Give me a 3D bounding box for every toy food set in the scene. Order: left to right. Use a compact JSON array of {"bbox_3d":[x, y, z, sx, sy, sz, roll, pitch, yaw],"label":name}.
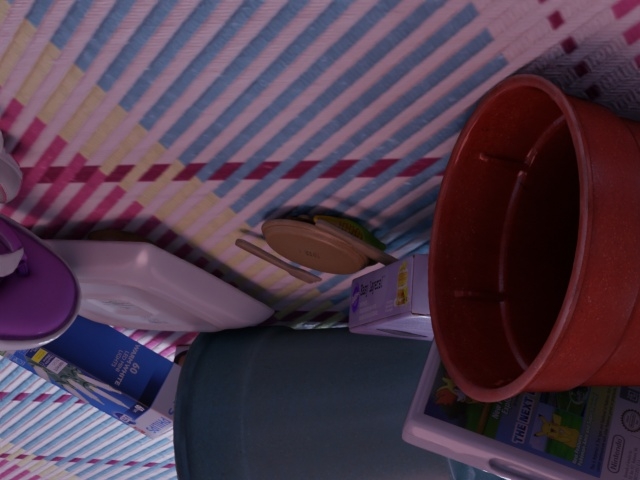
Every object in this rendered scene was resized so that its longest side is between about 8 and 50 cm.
[{"bbox_3d":[0.000,0.000,1.764,0.132,0.038,0.192,28,159,-27],"label":"toy food set"}]

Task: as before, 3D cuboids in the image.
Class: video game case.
[{"bbox_3d":[0.253,0.110,1.478,0.300,0.329,0.036,20,133,4],"label":"video game case"}]

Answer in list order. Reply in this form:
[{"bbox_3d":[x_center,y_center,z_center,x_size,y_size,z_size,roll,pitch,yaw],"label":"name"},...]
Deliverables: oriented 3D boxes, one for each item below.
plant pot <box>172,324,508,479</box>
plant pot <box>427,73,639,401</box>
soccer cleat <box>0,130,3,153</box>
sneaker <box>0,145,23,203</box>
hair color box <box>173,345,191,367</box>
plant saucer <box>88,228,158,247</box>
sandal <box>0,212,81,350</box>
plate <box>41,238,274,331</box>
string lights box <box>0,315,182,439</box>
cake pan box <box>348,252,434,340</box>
[{"bbox_3d":[0.044,0.245,2.019,0.334,0.341,0.341,-10,154,25],"label":"plant pot"},{"bbox_3d":[0.269,0.014,1.382,0.265,0.272,0.272,8,162,-20],"label":"plant pot"},{"bbox_3d":[-0.389,-0.128,1.546,0.196,0.068,0.076,28,167,-40],"label":"soccer cleat"},{"bbox_3d":[-0.426,-0.072,1.630,0.252,0.111,0.103,16,159,-19],"label":"sneaker"},{"bbox_3d":[-0.140,0.183,2.256,0.141,0.072,0.043,-6,156,34],"label":"hair color box"},{"bbox_3d":[-0.232,0.009,1.907,0.083,0.015,0.083,8,160,3],"label":"plant saucer"},{"bbox_3d":[-0.414,-0.004,1.718,0.416,0.169,0.102,29,143,-33],"label":"sandal"},{"bbox_3d":[-0.239,0.061,1.976,0.277,0.045,0.278,0,161,32],"label":"plate"},{"bbox_3d":[-0.302,0.162,2.169,0.260,0.076,0.133,31,156,-9],"label":"string lights box"},{"bbox_3d":[0.185,0.070,1.692,0.267,0.070,0.246,6,173,-11],"label":"cake pan box"}]
